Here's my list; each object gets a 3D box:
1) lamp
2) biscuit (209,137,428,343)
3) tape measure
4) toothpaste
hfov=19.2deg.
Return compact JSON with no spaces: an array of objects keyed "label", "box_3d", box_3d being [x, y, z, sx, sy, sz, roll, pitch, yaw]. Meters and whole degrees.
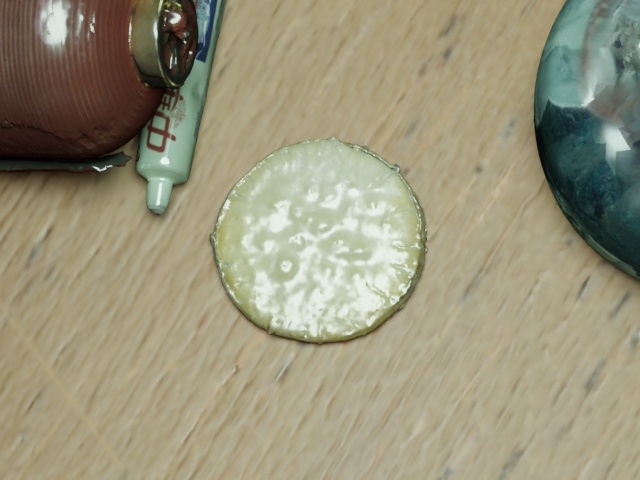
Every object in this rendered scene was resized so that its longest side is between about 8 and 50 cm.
[{"label":"lamp","box_3d":[-0.201,-0.132,1.270,0.258,0.180,0.180,4,76,18]},{"label":"biscuit","box_3d":[0.000,0.000,1.308,0.152,0.020,0.152,-1,76,4]},{"label":"tape measure","box_3d":[0.279,-0.094,1.249,0.275,0.147,0.256,-22,75,-3]},{"label":"toothpaste","box_3d":[-0.098,-0.130,1.338,0.060,0.038,0.233,5,74,14]}]
